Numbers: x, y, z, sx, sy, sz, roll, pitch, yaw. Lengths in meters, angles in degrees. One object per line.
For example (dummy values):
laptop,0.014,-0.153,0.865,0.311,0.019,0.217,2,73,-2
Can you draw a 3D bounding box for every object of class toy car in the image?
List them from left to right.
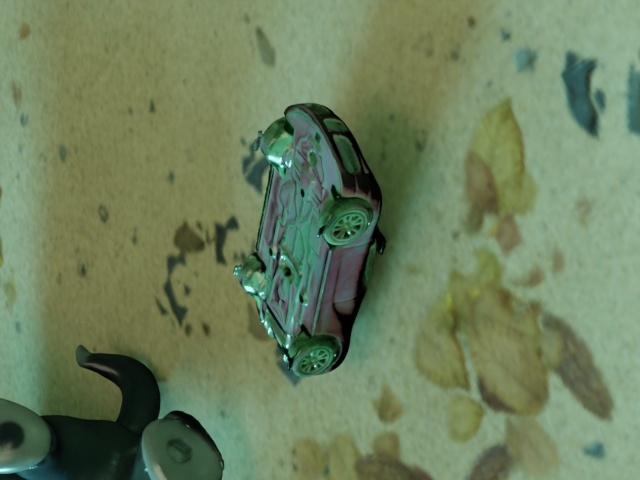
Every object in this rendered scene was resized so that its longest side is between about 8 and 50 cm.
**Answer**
toy car,0.000,0.000,0.920,0.069,0.055,0.142,57,147,39

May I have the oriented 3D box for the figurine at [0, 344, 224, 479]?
figurine,-0.170,0.124,1.093,0.265,0.140,0.193,-32,111,31
